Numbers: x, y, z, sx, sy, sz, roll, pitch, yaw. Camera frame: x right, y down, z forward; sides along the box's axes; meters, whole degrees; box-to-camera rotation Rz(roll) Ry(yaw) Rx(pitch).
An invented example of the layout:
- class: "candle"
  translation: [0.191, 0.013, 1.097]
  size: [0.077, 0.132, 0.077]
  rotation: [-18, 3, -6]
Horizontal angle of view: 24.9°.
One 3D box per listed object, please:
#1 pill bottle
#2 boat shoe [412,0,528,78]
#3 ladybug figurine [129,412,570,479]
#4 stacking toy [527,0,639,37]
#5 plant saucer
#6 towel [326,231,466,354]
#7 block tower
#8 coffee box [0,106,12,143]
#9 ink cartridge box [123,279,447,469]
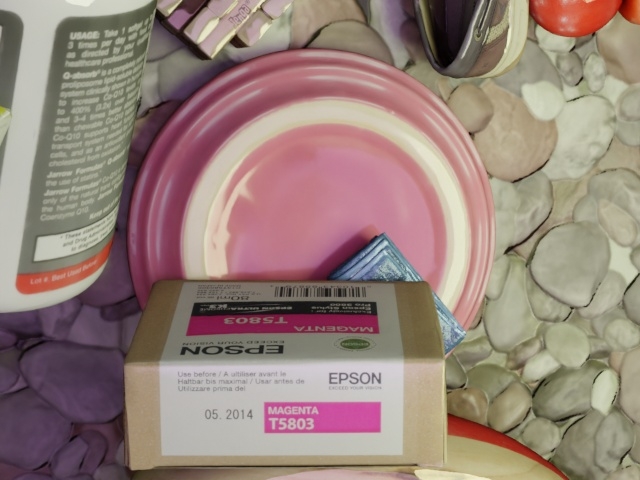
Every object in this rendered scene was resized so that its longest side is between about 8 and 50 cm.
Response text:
- class: "pill bottle"
  translation: [-0.232, -0.147, 1.074]
  size: [0.210, 0.210, 0.363]
  rotation: [9, 117, -12]
- class: "boat shoe"
  translation: [0.119, -0.276, 1.229]
  size: [0.103, 0.092, 0.285]
  rotation: [3, 104, 31]
- class: "ladybug figurine"
  translation: [0.036, 0.249, 1.231]
  size: [0.449, 0.162, 0.305]
  rotation: [9, 130, -14]
- class: "stacking toy"
  translation: [0.340, -0.249, 1.278]
  size: [0.330, 0.141, 0.141]
  rotation: [-10, 99, -6]
- class: "plant saucer"
  translation: [0.000, 0.000, 1.260]
  size: [0.332, 0.084, 0.332]
  rotation: [-2, 98, -12]
- class: "towel"
  translation: [0.064, 0.057, 1.222]
  size: [0.067, 0.029, 0.119]
  rotation: [-40, 103, -3]
- class: "block tower"
  translation: [-0.175, -0.281, 1.184]
  size: [0.335, 0.097, 0.091]
  rotation: [42, 87, -12]
- class: "coffee box"
  translation: [-0.464, -0.002, 0.906]
  size: [0.338, 0.337, 0.334]
  rotation: [36, 122, 3]
- class: "ink cartridge box"
  translation: [-0.024, 0.098, 1.115]
  size: [0.234, 0.193, 0.088]
  rotation: [0, 106, -1]
